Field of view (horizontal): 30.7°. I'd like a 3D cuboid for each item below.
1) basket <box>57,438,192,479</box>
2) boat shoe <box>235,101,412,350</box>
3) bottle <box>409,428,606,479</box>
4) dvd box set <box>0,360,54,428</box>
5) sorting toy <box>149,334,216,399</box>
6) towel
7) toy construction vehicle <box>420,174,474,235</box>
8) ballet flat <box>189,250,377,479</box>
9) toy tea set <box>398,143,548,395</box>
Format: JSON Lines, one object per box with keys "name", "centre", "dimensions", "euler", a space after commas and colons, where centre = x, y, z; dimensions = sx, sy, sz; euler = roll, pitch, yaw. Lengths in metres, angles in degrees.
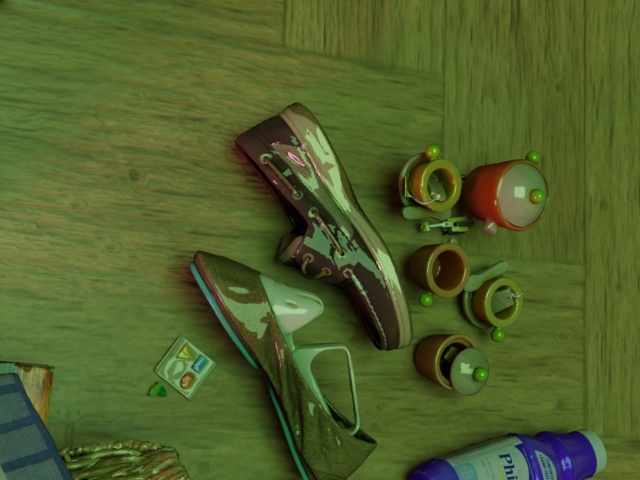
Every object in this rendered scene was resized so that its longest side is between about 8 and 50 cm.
{"name": "basket", "centre": [-0.269, 0.365, 1.225], "dimensions": [0.299, 0.223, 0.213], "euler": [-16, 49, -25]}
{"name": "boat shoe", "centre": [0.000, 0.000, 1.484], "dimensions": [0.123, 0.123, 0.342], "euler": [-28, 96, -12]}
{"name": "bottle", "centre": [0.259, 0.322, 1.574], "dimensions": [0.282, 0.092, 0.118], "euler": [-11, 88, -27]}
{"name": "dvd box set", "centre": [-0.460, 0.328, 1.238], "dimensions": [0.307, 0.062, 0.421], "euler": [9, 79, -24]}
{"name": "sorting toy", "centre": [-0.171, 0.166, 1.427], "dimensions": [0.062, 0.012, 0.083], "euler": [42, 67, -16]}
{"name": "towel", "centre": [-0.406, 0.237, 1.156], "dimensions": [0.285, 0.209, 0.034], "euler": [-15, 131, -27]}
{"name": "toy construction vehicle", "centre": [0.178, -0.051, 1.614], "dimensions": [0.098, 0.035, 0.086], "euler": [-1, 84, -26]}
{"name": "ballet flat", "centre": [-0.031, 0.141, 1.432], "dimensions": [0.124, 0.116, 0.342], "euler": [-27, 98, 4]}
{"name": "toy tea set", "centre": [0.216, 0.037, 1.545], "dimensions": [0.200, 0.124, 0.336], "euler": [-8, 98, -31]}
